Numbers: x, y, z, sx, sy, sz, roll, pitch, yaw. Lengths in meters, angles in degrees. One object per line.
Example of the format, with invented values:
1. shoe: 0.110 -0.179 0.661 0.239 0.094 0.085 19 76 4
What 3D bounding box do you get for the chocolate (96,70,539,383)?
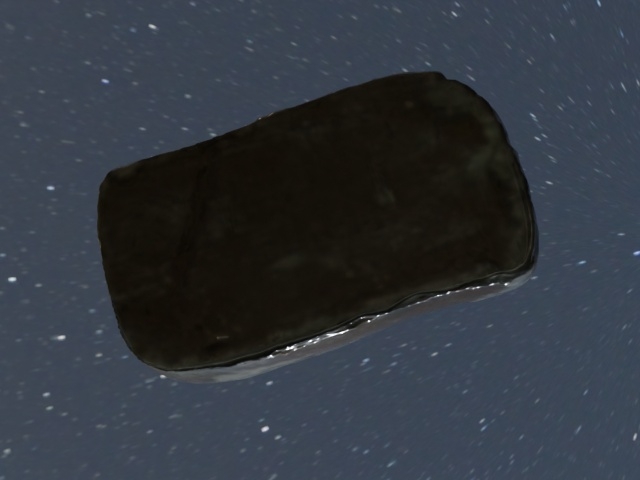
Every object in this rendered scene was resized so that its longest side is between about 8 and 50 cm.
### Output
1. chocolate: 0.001 0.002 0.809 0.254 0.080 0.157 -18 -119 3
